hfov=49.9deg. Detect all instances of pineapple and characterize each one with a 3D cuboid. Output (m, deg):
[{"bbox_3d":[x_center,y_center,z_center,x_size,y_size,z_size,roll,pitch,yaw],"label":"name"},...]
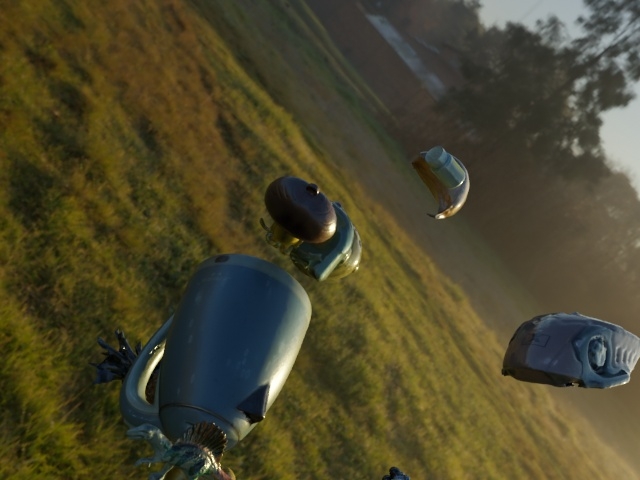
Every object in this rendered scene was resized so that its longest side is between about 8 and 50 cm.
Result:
[{"bbox_3d":[-0.437,0.354,1.734,0.365,0.165,0.166,20,0,29],"label":"pineapple"}]

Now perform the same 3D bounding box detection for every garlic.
[{"bbox_3d":[0.319,-0.140,1.716,0.128,0.115,0.206,30,34,-40],"label":"garlic"}]

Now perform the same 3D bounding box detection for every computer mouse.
[{"bbox_3d":[0.459,0.180,1.218,0.389,0.200,0.114,-2,94,-46],"label":"computer mouse"}]

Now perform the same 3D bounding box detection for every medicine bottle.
[{"bbox_3d":[0.242,-0.142,1.335,0.083,0.047,0.047,43,15,-34],"label":"medicine bottle"}]

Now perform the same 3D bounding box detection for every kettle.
[{"bbox_3d":[-0.210,0.230,1.270,0.247,0.320,0.342,63,32,-37],"label":"kettle"}]

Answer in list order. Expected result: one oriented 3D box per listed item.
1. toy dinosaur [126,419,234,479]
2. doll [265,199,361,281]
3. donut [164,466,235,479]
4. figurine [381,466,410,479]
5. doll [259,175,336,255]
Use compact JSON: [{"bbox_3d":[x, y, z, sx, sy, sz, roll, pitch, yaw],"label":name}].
[{"bbox_3d":[-0.151,0.265,0.841,0.188,0.106,0.044,13,19,-20],"label":"toy dinosaur"},{"bbox_3d":[0.000,0.000,1.487,0.177,0.161,0.260,36,-4,13],"label":"doll"},{"bbox_3d":[-0.333,0.613,1.488,0.170,0.360,0.360,38,14,1],"label":"donut"},{"bbox_3d":[0.166,0.535,1.443,0.087,0.086,0.149,43,0,-4],"label":"figurine"},{"bbox_3d":[-0.051,-0.050,1.268,0.145,0.188,0.096,53,51,-16],"label":"doll"}]
